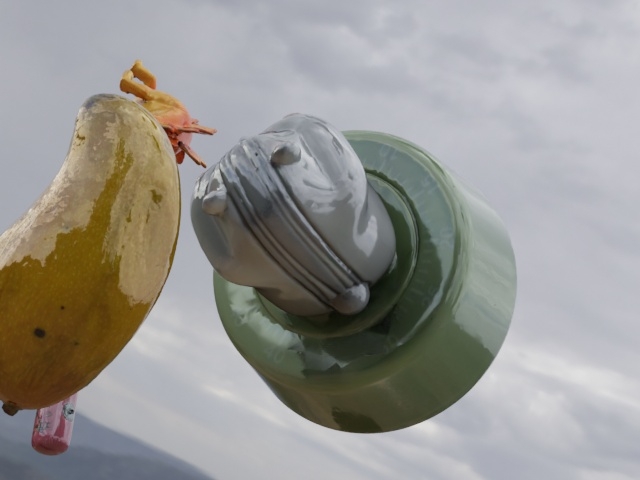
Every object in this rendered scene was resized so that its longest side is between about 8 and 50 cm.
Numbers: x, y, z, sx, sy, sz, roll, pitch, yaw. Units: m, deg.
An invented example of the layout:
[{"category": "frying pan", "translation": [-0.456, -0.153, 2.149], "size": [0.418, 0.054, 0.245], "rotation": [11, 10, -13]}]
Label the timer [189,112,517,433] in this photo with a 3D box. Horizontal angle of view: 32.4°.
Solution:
[{"category": "timer", "translation": [0.000, 0.000, 0.985], "size": [0.291, 0.290, 0.315], "rotation": [17, -13, 29]}]

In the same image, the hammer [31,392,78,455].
[{"category": "hammer", "translation": [-0.269, 0.177, 1.121], "size": [0.043, 0.083, 0.043], "rotation": [2, -37, 2]}]

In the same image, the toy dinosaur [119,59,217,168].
[{"category": "toy dinosaur", "translation": [-0.157, -0.114, 1.091], "size": [0.117, 0.070, 0.288], "rotation": [30, 10, -13]}]

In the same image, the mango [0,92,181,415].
[{"category": "mango", "translation": [-0.136, 0.011, 0.627], "size": [0.098, 0.190, 0.075], "rotation": [25, -8, 2]}]
